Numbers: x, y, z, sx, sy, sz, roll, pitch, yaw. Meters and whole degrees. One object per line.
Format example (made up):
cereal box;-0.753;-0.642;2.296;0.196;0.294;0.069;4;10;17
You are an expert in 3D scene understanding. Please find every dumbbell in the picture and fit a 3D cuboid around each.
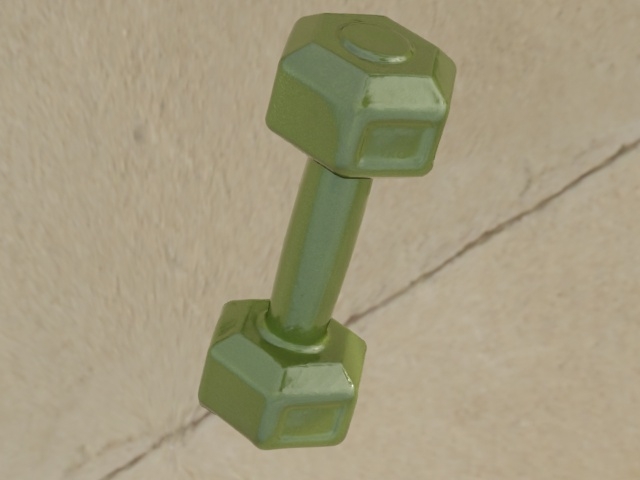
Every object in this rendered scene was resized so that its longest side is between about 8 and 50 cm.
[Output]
dumbbell;0.000;0.000;1.046;0.121;0.302;0.108;-2;38;-24
